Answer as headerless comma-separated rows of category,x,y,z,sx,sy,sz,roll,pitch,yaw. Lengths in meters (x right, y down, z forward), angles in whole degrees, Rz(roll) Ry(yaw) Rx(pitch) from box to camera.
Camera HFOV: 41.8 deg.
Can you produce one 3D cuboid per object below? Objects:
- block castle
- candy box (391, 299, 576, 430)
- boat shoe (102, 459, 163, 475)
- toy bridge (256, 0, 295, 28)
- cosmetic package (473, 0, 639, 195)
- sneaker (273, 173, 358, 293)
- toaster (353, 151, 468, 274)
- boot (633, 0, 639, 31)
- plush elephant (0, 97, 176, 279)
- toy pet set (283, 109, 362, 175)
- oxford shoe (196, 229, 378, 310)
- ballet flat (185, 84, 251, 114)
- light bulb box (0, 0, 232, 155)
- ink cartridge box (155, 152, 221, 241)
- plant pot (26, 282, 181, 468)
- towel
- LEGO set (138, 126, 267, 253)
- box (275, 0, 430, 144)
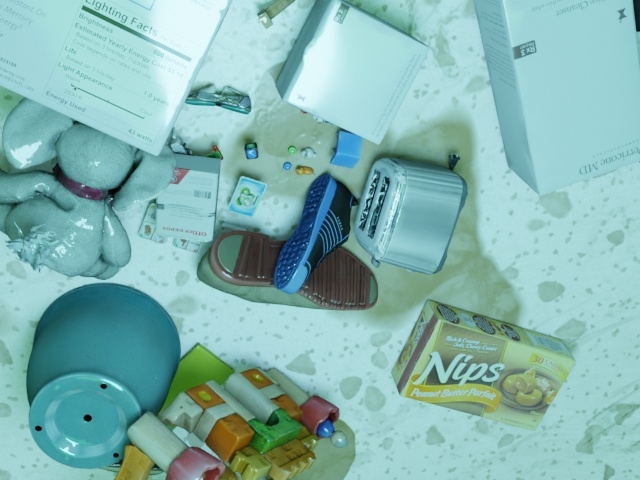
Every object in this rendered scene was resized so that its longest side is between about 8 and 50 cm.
block castle,-0.159,0.422,1.480,0.213,0.453,0.303,35,109,24
candy box,0.324,0.253,1.673,0.316,0.087,0.183,18,111,-15
boat shoe,-0.401,0.437,1.662,0.190,0.068,0.072,18,138,-10
toy bridge,-0.022,-0.399,1.332,0.188,0.063,0.026,-31,115,7
cosmetic package,0.400,-0.295,1.396,0.217,0.156,0.385,-21,115,-1
sneaker,0.000,0.000,1.459,0.090,0.081,0.232,36,67,-30
toaster,0.156,-0.054,1.470,0.146,0.129,0.227,9,109,-26
boot,0.628,-0.426,1.209,0.146,0.445,0.367,21,110,-17
plush elephant,-0.382,-0.088,1.324,0.272,0.330,0.255,34,87,-14
toy pet set,0.007,-0.157,1.448,0.114,0.065,0.122,12,113,-14
oxford shoe,-0.058,0.064,1.534,0.348,0.123,0.130,17,153,-25
ballet flat,-0.171,-0.239,1.402,0.114,0.041,0.041,8,113,-13
light bulb box,-0.317,-0.376,1.208,0.358,0.225,0.361,24,108,-18
ink cartridge box,-0.223,-0.073,1.411,0.099,0.056,0.135,8,123,-4
plant pot,-0.389,0.250,1.457,0.271,0.255,0.272,-2,112,-4
towel,-0.284,0.304,1.642,0.237,0.021,0.102,-43,117,11
LEGO set,-0.197,-0.086,1.470,0.182,0.060,0.244,17,122,-16
box,0.048,-0.282,1.363,0.182,0.119,0.181,23,107,-18
